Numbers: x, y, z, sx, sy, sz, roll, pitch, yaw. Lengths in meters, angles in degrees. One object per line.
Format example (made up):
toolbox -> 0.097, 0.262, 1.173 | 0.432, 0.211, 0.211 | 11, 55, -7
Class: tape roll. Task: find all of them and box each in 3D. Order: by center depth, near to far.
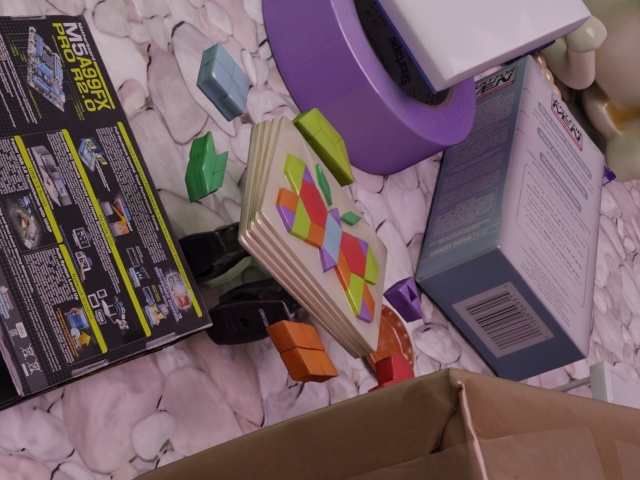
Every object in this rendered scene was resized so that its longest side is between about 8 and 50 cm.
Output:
tape roll -> 0.059, -0.214, 1.405 | 0.275, 0.090, 0.275 | 34, 44, -40

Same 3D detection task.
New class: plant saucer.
plant saucer -> 0.064, 0.103, 1.266 | 0.083, 0.013, 0.083 | 35, 42, -39

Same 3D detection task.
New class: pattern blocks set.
pattern blocks set -> 0.000, 0.000, 1.047 | 0.325, 0.026, 0.285 | 41, 35, -42

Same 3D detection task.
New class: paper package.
paper package -> 0.076, 0.223, 0.924 | 0.325, 0.309, 0.168 | 17, 58, -49

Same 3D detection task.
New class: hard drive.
hard drive -> 0.121, -0.328, 1.351 | 0.210, 0.040, 0.319 | -26, 80, -27

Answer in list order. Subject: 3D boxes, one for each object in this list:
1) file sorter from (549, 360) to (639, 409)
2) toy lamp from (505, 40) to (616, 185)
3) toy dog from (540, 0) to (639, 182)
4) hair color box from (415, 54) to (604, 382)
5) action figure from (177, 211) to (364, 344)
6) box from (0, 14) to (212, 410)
file sorter -> 0.306, 0.286, 1.342 | 0.277, 0.173, 0.193 | 34, 45, -39
toy lamp -> 0.326, -0.198, 1.795 | 0.080, 0.080, 0.275 | -29, 96, -58
toy dog -> 0.444, -0.368, 1.897 | 0.408, 0.284, 0.395 | 49, 27, -22
hair color box -> 0.236, -0.034, 1.515 | 0.185, 0.113, 0.374 | 49, 36, -25
action figure -> -0.021, 0.011, 1.131 | 0.185, 0.099, 0.285 | 59, 29, 1
box -> -0.209, -0.029, 0.919 | 0.216, 0.060, 0.270 | -19, 85, -59
